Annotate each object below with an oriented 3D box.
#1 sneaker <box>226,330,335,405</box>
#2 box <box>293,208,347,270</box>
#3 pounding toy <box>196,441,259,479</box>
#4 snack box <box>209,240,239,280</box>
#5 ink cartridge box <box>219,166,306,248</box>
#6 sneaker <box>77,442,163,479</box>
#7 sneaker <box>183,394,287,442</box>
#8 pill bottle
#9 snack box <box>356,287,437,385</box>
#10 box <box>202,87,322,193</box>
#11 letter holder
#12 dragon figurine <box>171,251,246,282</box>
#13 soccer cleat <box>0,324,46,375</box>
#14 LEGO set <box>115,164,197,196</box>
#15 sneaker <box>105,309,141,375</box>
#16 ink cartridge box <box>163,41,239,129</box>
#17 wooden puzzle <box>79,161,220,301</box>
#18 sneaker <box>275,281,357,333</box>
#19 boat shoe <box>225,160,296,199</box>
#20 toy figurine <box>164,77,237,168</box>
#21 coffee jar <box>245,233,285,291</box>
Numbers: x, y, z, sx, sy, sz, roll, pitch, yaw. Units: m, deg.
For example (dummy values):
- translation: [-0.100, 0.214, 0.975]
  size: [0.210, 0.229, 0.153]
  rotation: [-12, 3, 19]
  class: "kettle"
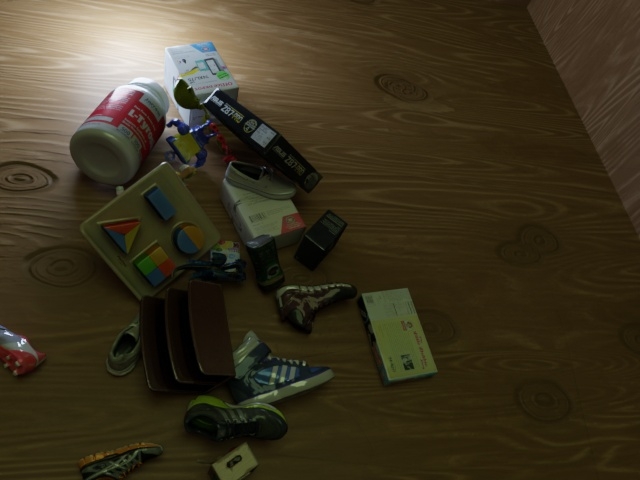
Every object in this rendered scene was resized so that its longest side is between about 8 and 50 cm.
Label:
- translation: [-0.138, 0.371, 1.718]
  size: [0.323, 0.130, 0.236]
  rotation: [-15, 70, -19]
  class: "sneaker"
- translation: [0.000, 0.000, 1.995]
  size: [0.093, 0.156, 0.158]
  rotation: [38, 55, 7]
  class: "box"
- translation: [-0.257, 0.615, 1.523]
  size: [0.141, 0.130, 0.100]
  rotation: [-26, 69, -30]
  class: "pounding toy"
- translation: [-0.328, 0.069, 1.915]
  size: [0.100, 0.037, 0.141]
  rotation: [3, 59, -14]
  class: "snack box"
- translation: [-0.212, -0.107, 2.019]
  size: [0.207, 0.117, 0.283]
  rotation: [-18, 65, -27]
  class: "ink cartridge box"
- translation: [-0.525, 0.594, 1.486]
  size: [0.215, 0.084, 0.083]
  rotation: [-12, 65, -14]
  class: "sneaker"
- translation: [-0.242, 0.518, 1.557]
  size: [0.300, 0.111, 0.121]
  rotation: [4, 12, 6]
  class: "sneaker"
- translation: [-0.686, -0.400, 1.973]
  size: [0.229, 0.229, 0.407]
  rotation: [19, 45, -6]
  class: "pill bottle"
- translation: [0.261, 0.325, 1.925]
  size: [0.187, 0.060, 0.321]
  rotation: [-4, 59, -20]
  class: "snack box"
- translation: [-0.207, -0.355, 2.006]
  size: [0.097, 0.318, 0.395]
  rotation: [-49, 55, -1]
  class: "box"
- translation: [-0.396, 0.276, 1.634]
  size: [0.215, 0.152, 0.301]
  rotation: [18, 47, -43]
  class: "letter holder"
- translation: [-0.341, 0.087, 1.761]
  size: [0.144, 0.289, 0.085]
  rotation: [-12, 76, 20]
  class: "dragon figurine"
- translation: [-0.892, 0.283, 1.579]
  size: [0.248, 0.083, 0.095]
  rotation: [36, 25, 13]
  class: "soccer cleat"
- translation: [-0.550, -0.159, 1.936]
  size: [0.287, 0.132, 0.107]
  rotation: [-17, 68, -2]
  class: "LEGO set"
- translation: [-0.538, 0.273, 1.662]
  size: [0.099, 0.121, 0.262]
  rotation: [25, 53, -1]
  class: "sneaker"
- translation: [-0.476, -0.612, 2.215]
  size: [0.198, 0.197, 0.270]
  rotation: [-20, 66, -27]
  class: "ink cartridge box"
- translation: [-0.509, -0.022, 1.746]
  size: [0.348, 0.081, 0.322]
  rotation: [-45, 119, -23]
  class: "wooden puzzle"
- translation: [-0.008, 0.235, 1.884]
  size: [0.282, 0.106, 0.162]
  rotation: [-3, 63, -7]
  class: "sneaker"
- translation: [-0.204, -0.215, 1.966]
  size: [0.258, 0.084, 0.095]
  rotation: [10, 54, -13]
  class: "boat shoe"
- translation: [-0.481, -0.371, 2.022]
  size: [0.217, 0.362, 0.191]
  rotation: [-35, 36, -6]
  class: "toy figurine"
- translation: [-0.183, 0.078, 1.877]
  size: [0.096, 0.184, 0.079]
  rotation: [-29, 31, -30]
  class: "coffee jar"
